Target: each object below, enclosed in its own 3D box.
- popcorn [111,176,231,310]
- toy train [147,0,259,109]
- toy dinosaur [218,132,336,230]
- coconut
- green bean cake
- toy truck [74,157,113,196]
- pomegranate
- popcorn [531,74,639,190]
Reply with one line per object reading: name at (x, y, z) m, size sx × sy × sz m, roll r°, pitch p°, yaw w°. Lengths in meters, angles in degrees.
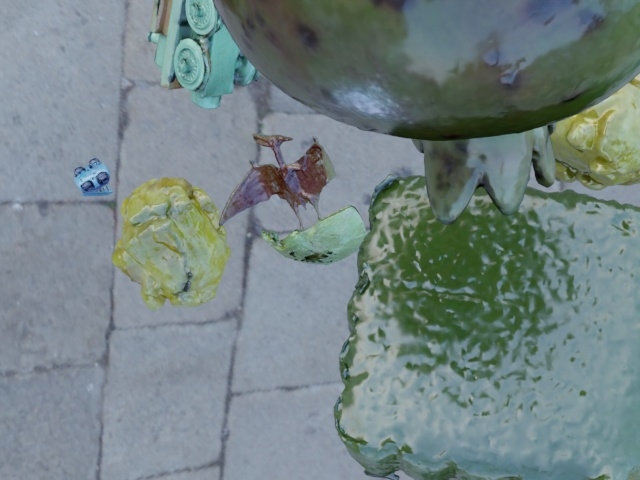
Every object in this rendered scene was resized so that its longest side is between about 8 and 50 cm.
popcorn at (-0.314, 0.010, 1.900) m, size 0.252 × 0.215 × 0.286 m, roll -29°, pitch 101°, yaw -14°
toy train at (-0.095, -0.199, 0.721) m, size 0.074 × 0.118 × 0.176 m, roll -16°, pitch 133°, yaw -42°
toy dinosaur at (-0.071, -0.105, 1.744) m, size 0.113 × 0.327 × 0.207 m, roll -31°, pitch 126°, yaw -38°
coconut at (0.000, 0.003, 1.306) m, size 0.158 × 0.055 × 0.133 m, roll -24°, pitch 141°, yaw 39°
green bean cake at (0.147, 0.083, 0.744) m, size 0.249 × 0.156 × 0.247 m, roll 7°, pitch 74°, yaw 9°
toy truck at (-0.463, -0.120, 1.851) m, size 0.073 × 0.056 × 0.090 m, roll -29°, pitch 158°, yaw -9°
pomegranate at (0.084, -0.131, 0.453) m, size 0.242 × 0.242 × 0.306 m, roll -45°, pitch 122°, yaw -2°
popcorn at (0.384, -0.167, 1.212) m, size 0.265 × 0.233 × 0.192 m, roll 17°, pitch 87°, yaw 13°
